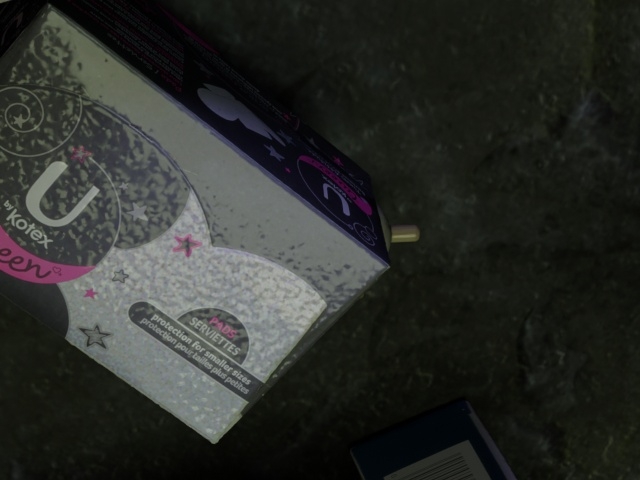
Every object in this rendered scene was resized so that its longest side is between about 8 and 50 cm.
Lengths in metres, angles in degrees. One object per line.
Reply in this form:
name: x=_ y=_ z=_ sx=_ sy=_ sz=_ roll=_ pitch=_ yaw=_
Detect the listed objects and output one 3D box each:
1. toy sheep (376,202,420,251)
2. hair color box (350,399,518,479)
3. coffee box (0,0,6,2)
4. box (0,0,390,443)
toy sheep: x=0.000 y=0.000 z=1.198 sx=0.132 sy=0.091 sz=0.091 roll=-8 pitch=128 yaw=-10
hair color box: x=0.136 y=0.309 z=1.426 sx=0.105 sy=0.174 sz=0.347 roll=-23 pitch=131 yaw=-5
coffee box: x=-0.204 y=-0.275 z=0.858 sx=0.119 sy=0.168 sz=0.297 roll=-17 pitch=129 yaw=-8
box: x=-0.107 y=-0.028 z=1.056 sx=0.247 sy=0.142 sz=0.163 roll=38 pitch=107 yaw=-18
